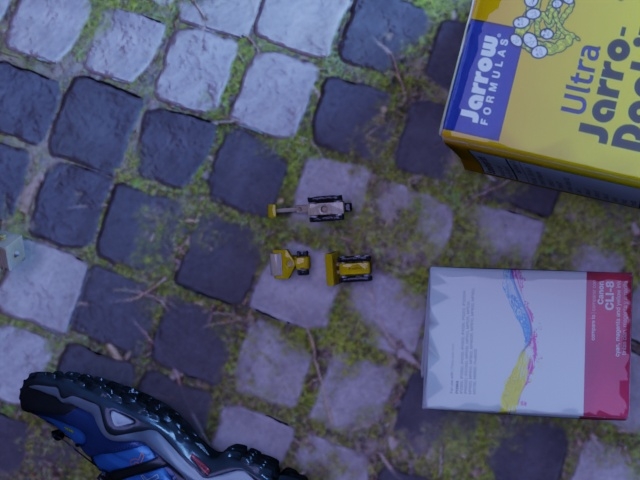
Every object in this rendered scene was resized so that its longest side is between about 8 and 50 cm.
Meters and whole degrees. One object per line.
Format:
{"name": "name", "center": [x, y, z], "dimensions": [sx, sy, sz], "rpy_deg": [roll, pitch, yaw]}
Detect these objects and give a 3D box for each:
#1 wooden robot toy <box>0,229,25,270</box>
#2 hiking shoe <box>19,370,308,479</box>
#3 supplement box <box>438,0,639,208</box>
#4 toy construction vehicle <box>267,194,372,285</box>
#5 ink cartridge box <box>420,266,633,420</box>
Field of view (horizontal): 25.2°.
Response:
{"name": "wooden robot toy", "center": [-0.370, 0.019, 1.420], "dimensions": [0.173, 0.076, 0.079], "rpy_deg": [2, 121, 11]}
{"name": "hiking shoe", "center": [-0.160, 0.222, 1.324], "dimensions": [0.304, 0.113, 0.132], "rpy_deg": [26, 90, 12]}
{"name": "supplement box", "center": [0.303, -0.126, 1.222], "dimensions": [0.356, 0.194, 0.195], "rpy_deg": [14, 88, 12]}
{"name": "toy construction vehicle", "center": [0.000, 0.000, 1.357], "dimensions": [0.098, 0.035, 0.086], "rpy_deg": [-5, 95, 13]}
{"name": "ink cartridge box", "center": [0.183, 0.091, 1.261], "dimensions": [0.176, 0.128, 0.127], "rpy_deg": [2, 85, 11]}
